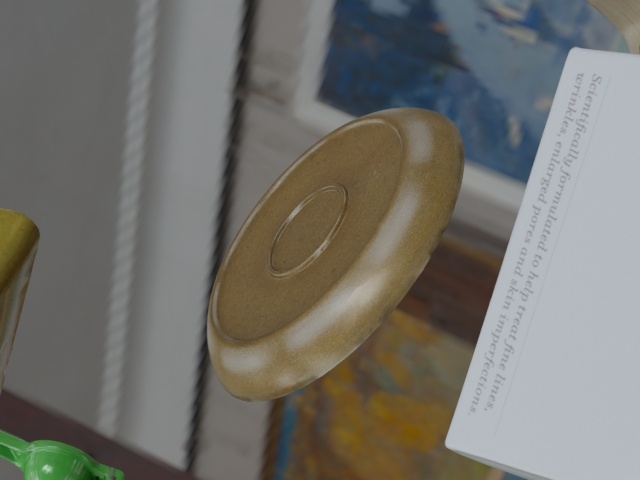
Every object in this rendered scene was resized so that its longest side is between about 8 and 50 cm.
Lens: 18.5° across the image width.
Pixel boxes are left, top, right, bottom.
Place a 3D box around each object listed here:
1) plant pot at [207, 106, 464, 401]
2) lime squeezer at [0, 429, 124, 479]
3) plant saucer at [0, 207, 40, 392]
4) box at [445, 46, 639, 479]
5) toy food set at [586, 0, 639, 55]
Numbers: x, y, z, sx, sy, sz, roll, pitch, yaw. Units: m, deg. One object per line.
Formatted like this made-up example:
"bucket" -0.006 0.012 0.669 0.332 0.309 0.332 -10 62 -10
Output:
"plant pot" 0.000 0.000 1.315 0.032 0.236 0.236 40 -109 -24
"lime squeezer" -0.176 0.189 1.318 0.110 0.310 0.059 -37 -22 -16
"plant saucer" -0.401 0.106 1.476 0.081 0.333 0.333 -99 23 -48
"box" 0.174 0.031 0.781 0.119 0.182 0.181 24 -98 -45
"toy food set" 0.217 -0.092 1.260 0.220 0.092 0.306 -42 30 55
